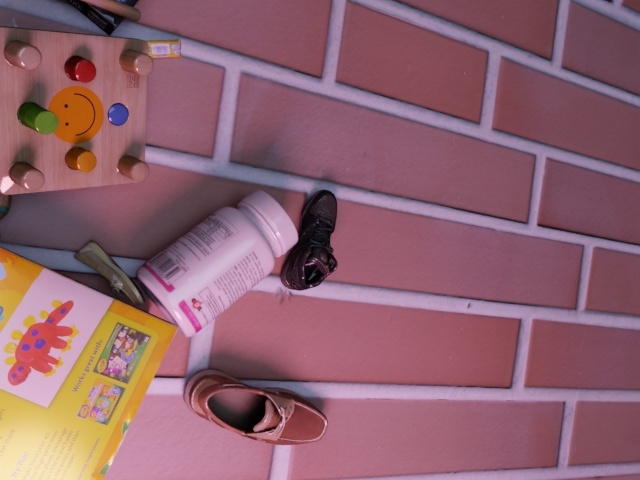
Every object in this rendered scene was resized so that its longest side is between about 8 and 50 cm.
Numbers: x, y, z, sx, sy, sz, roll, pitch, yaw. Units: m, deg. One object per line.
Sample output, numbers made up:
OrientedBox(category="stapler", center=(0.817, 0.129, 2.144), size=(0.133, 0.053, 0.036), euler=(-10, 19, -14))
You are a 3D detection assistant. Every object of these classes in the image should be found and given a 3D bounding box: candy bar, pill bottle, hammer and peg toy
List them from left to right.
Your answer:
OrientedBox(category="hammer and peg toy", center=(-0.389, -0.259, 0.965), size=(0.266, 0.127, 0.361), euler=(-12, 117, -46))
OrientedBox(category="candy bar", center=(-0.338, -0.358, 1.128), size=(0.162, 0.018, 0.040), euler=(-12, 101, -27))
OrientedBox(category="pill bottle", center=(-0.190, 0.037, 1.141), size=(0.283, 0.160, 0.160), euler=(-39, 108, -20))

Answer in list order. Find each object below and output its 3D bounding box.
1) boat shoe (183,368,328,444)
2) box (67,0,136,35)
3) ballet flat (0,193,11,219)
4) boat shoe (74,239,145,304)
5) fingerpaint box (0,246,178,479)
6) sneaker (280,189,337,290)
OrientedBox(category="boat shoe", center=(-0.118, 0.357, 1.216), size=(0.325, 0.116, 0.123), euler=(22, 83, -26))
OrientedBox(category="box", center=(-0.380, -0.567, 1.064), size=(0.242, 0.076, 0.307), euler=(39, 76, -24))
OrientedBox(category="ballet flat", center=(-0.656, -0.127, 0.923), size=(0.349, 0.123, 0.123), euler=(28, 80, -25))
OrientedBox(category="boat shoe", center=(-0.379, 0.066, 1.084), size=(0.048, 0.056, 0.153), euler=(-43, 85, -15))
OrientedBox(category="fingerpaint box", center=(-0.507, 0.259, 0.958), size=(0.371, 0.163, 0.444), euler=(32, 75, -33))
OrientedBox(category="sneaker", center=(0.000, 0.000, 1.256), size=(0.087, 0.130, 0.227), euler=(29, 77, -27))
